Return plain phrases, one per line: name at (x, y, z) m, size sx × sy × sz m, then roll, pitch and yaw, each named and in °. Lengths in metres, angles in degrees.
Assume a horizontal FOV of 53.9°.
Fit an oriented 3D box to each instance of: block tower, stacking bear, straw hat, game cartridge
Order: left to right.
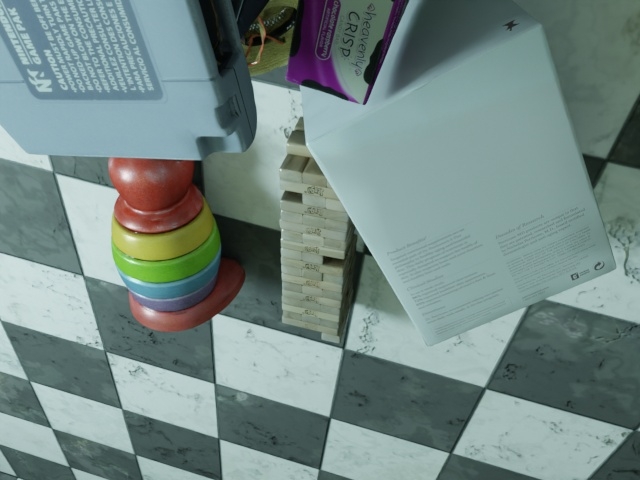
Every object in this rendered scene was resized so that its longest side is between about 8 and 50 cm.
game cartridge at (-0.159, -0.177, 0.344) m, size 0.197 × 0.062 × 0.297 m, roll 7°, pitch 136°, yaw 20°
stacking bear at (-0.218, -0.025, 0.884) m, size 0.175 × 0.164 × 0.289 m, roll 10°, pitch 131°, yaw 12°
straw hat at (-0.060, -0.238, 0.665) m, size 0.144 × 0.144 × 0.061 m, roll -31°, pitch 74°, yaw 41°
block tower at (0.000, 0.000, 0.864) m, size 0.097 × 0.091 × 0.336 m, roll 12°, pitch 136°, yaw 11°

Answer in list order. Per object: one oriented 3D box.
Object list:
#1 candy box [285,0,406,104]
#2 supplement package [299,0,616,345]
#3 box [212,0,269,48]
candy box at (0.049, -0.240, 0.498) m, size 0.071 × 0.234 × 0.159 m, roll 19°, pitch 138°, yaw 2°
supplement package at (0.126, -0.079, 0.619) m, size 0.199 × 0.198 × 0.263 m, roll -25°, pitch 123°, yaw 12°
box at (-0.125, -0.322, 0.437) m, size 0.293 × 0.296 × 0.183 m, roll 25°, pitch 137°, yaw -3°
